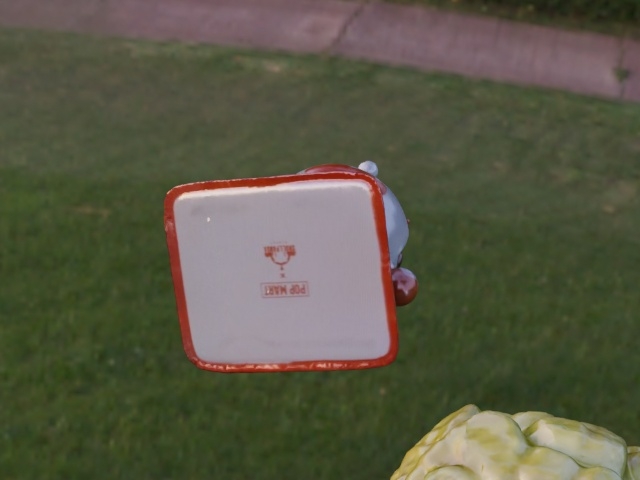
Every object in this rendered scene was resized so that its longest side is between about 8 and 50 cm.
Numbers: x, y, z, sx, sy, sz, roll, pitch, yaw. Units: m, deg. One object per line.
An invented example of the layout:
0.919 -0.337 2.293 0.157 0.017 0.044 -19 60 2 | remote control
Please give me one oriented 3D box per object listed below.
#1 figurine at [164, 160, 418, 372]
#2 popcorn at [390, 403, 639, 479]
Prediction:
0.000 0.000 1.279 0.183 0.160 0.226 -3 14 18 | figurine
0.109 0.206 0.849 0.181 0.235 0.217 19 48 18 | popcorn
